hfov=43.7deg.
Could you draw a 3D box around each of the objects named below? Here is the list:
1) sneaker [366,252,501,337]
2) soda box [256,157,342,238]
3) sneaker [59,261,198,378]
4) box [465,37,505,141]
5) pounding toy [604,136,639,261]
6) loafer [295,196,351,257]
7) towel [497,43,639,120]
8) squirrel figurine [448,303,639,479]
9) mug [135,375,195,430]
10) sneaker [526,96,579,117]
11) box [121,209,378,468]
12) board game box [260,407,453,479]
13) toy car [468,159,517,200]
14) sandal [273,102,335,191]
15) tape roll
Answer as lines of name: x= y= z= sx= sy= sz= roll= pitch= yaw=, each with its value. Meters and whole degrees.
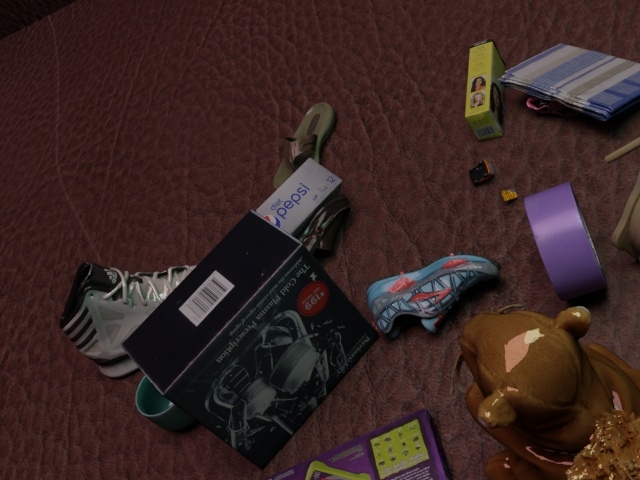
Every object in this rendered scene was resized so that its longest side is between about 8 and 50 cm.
sneaker: x=0.217 y=0.111 z=1.478 sx=0.262 sy=0.104 sz=0.125 roll=-22 pitch=62 yaw=24
soda box: x=-0.078 y=-0.046 z=1.740 sx=0.098 sy=0.091 sz=0.286 roll=36 pitch=64 yaw=13
sneaker: x=-0.368 y=0.122 z=1.732 sx=0.447 sy=0.257 sz=0.169 roll=-30 pitch=43 yaw=9
box: x=0.363 y=-0.332 z=1.749 sx=0.058 sy=0.087 sz=0.232 roll=-13 pitch=49 yaw=29
pounding toy: x=0.563 y=-0.087 z=1.305 sx=0.155 sy=0.154 sz=0.269 roll=46 pitch=129 yaw=49
loafer: x=0.000 y=0.000 z=1.733 sx=0.078 sy=0.080 sz=0.220 roll=37 pitch=76 yaw=14
towel: x=0.534 y=-0.328 z=1.626 sx=0.209 sy=0.034 sz=0.285 roll=-30 pitch=39 yaw=-24
squirrel figurine: x=0.353 y=0.244 z=1.042 sx=0.281 sy=0.370 sz=0.397 roll=-41 pitch=42 yaw=-3
mug: x=-0.288 y=0.310 z=1.633 sx=0.129 sy=0.097 sz=0.157 roll=26 pitch=71 yaw=46
sneaker: x=0.476 y=-0.279 z=1.637 sx=0.119 sy=0.057 sz=0.047 roll=11 pitch=98 yaw=45
box: x=-0.117 y=0.183 z=1.466 sx=0.343 sy=0.312 sz=0.179 roll=-48 pitch=43 yaw=-9
board game box: x=0.053 y=0.439 z=1.325 sx=0.347 sy=0.056 sz=0.208 roll=-27 pitch=39 yaw=13
toy car: x=0.351 y=-0.111 z=1.617 sx=0.041 sy=0.060 sz=0.122 roll=-7 pitch=53 yaw=-31
sandal: x=-0.052 y=-0.232 z=1.947 sx=0.120 sy=0.086 sz=0.302 roll=-6 pitch=51 yaw=31
tape roll: x=0.414 y=0.002 z=1.347 sx=0.080 sy=0.189 sz=0.189 roll=-20 pitch=45 yaw=20
